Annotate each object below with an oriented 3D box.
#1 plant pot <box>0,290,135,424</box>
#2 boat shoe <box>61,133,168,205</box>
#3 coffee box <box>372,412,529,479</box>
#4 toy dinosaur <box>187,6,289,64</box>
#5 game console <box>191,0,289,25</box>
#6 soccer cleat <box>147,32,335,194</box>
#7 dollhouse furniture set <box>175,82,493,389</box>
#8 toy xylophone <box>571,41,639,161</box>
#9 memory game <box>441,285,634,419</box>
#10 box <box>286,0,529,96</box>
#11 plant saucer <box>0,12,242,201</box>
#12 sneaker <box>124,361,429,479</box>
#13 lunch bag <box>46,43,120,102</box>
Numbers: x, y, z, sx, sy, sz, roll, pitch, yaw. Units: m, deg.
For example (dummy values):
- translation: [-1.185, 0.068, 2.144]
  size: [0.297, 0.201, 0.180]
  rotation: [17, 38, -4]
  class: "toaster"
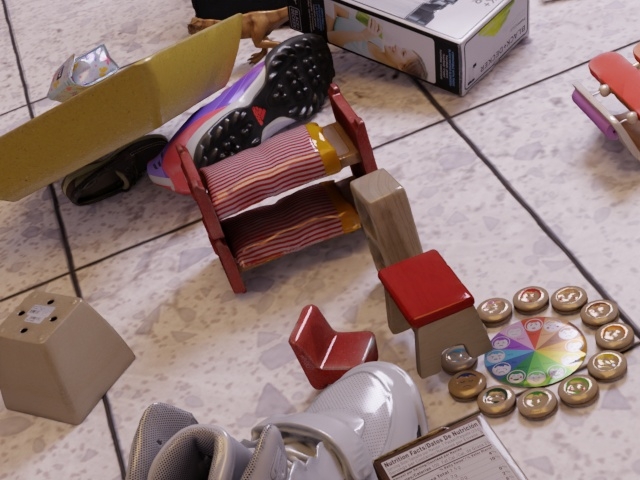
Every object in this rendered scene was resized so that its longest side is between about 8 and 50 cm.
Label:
- translation: [-0.281, 0.115, 1.375]
  size: [0.109, 0.096, 0.109]
  rotation: [7, 42, 32]
  class: "plant pot"
- translation: [-0.258, -0.086, 1.689]
  size: [0.152, 0.056, 0.049]
  rotation: [-30, 46, -10]
  class: "boat shoe"
- translation: [0.139, 0.260, 0.938]
  size: [0.098, 0.141, 0.246]
  rotation: [-24, 33, -7]
  class: "coffee box"
- translation: [-0.083, -0.305, 1.852]
  size: [0.212, 0.112, 0.064]
  rotation: [-15, 34, 4]
  class: "toy dinosaur"
- translation: [-0.067, -0.505, 1.892]
  size: [0.342, 0.386, 0.060]
  rotation: [-6, 20, 17]
  class: "game console"
- translation: [-0.098, -0.169, 1.685]
  size: [0.116, 0.108, 0.318]
  rotation: [2, 39, 41]
  class: "soccer cleat"
- translation: [0.000, 0.000, 1.340]
  size: [0.201, 0.152, 0.374]
  rotation: [-23, 32, -6]
  class: "dollhouse furniture set"
- translation: [0.435, -0.199, 1.474]
  size: [0.323, 0.081, 0.236]
  rotation: [-30, 34, -7]
  class: "toy xylophone"
- translation: [0.204, 0.102, 1.239]
  size: [0.186, 0.012, 0.186]
  rotation: [-13, 34, 9]
  class: "memory game"
- translation: [0.115, -0.314, 1.737]
  size: [0.290, 0.087, 0.169]
  rotation: [28, 54, 30]
  class: "box"
- translation: [-0.268, -0.158, 1.649]
  size: [0.333, 0.081, 0.333]
  rotation: [-23, 10, 23]
  class: "plant saucer"
- translation: [-0.028, 0.185, 1.057]
  size: [0.137, 0.210, 0.366]
  rotation: [6, 41, 31]
  class: "sneaker"
- translation: [-0.327, -0.224, 1.768]
  size: [0.083, 0.053, 0.071]
  rotation: [-40, 9, -38]
  class: "lunch bag"
